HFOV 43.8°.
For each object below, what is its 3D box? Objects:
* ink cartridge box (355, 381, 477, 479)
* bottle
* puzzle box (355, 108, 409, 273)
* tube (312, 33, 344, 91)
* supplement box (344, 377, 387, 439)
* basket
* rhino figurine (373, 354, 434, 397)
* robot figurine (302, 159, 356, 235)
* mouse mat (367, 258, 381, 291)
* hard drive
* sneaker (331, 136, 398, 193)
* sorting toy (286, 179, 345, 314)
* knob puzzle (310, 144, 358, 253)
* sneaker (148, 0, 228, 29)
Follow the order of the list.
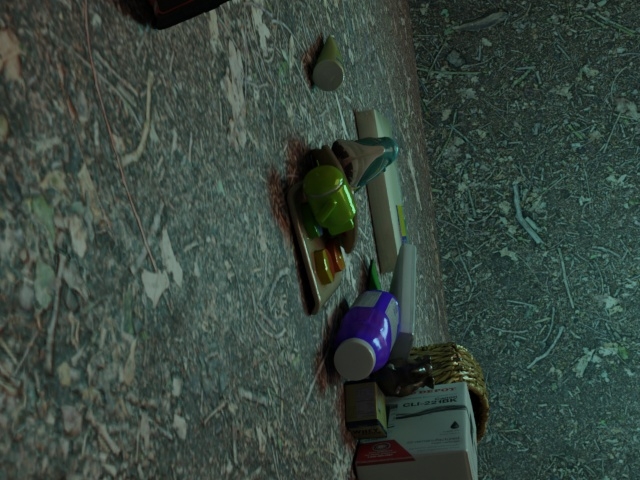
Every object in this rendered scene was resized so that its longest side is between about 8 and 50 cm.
[{"bbox_3d":[0.184,0.378,1.476,0.273,0.197,0.114,-56,135,-72],"label":"ink cartridge box"},{"bbox_3d":[0.082,0.170,1.408,0.283,0.092,0.118,-41,133,-74],"label":"bottle"},{"bbox_3d":[0.170,-0.124,2.074,0.272,0.052,0.408,-6,87,-77],"label":"puzzle box"},{"bbox_3d":[0.021,-0.355,1.616,0.070,0.062,0.240,-57,-171,22],"label":"tube"},{"bbox_3d":[0.081,0.298,1.403,0.083,0.056,0.083,60,24,-56],"label":"supplement box"},{"bbox_3d":[0.285,0.405,1.845,0.299,0.214,0.223,66,19,-46],"label":"basket"},{"bbox_3d":[0.154,0.251,1.467,0.243,0.107,0.073,98,-19,-78],"label":"rhino figurine"},{"bbox_3d":[0.014,-0.066,1.224,0.101,0.067,0.115,-91,161,-58],"label":"robot figurine"},{"bbox_3d":[0.134,0.154,1.835,0.152,0.007,0.189,-72,151,-63],"label":"mouse mat"},{"bbox_3d":[0.167,0.174,1.712,0.307,0.040,0.203,-78,179,-56],"label":"hard drive"},{"bbox_3d":[0.074,-0.134,1.467,0.275,0.110,0.106,166,-93,-81],"label":"sneaker"},{"bbox_3d":[0.000,0.000,1.308,0.193,0.038,0.208,-40,120,-75],"label":"sorting toy"},{"bbox_3d":[0.037,-0.071,1.354,0.213,0.030,0.213,165,-90,-78],"label":"knob puzzle"},{"bbox_3d":[-0.138,-0.315,0.854,0.314,0.116,0.136,-83,150,-70],"label":"sneaker"}]
